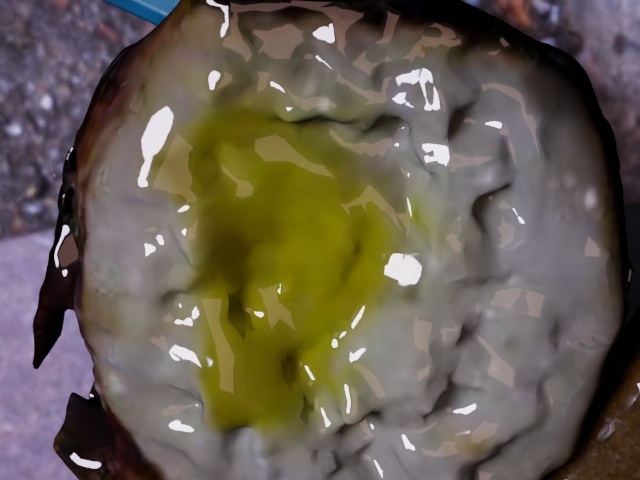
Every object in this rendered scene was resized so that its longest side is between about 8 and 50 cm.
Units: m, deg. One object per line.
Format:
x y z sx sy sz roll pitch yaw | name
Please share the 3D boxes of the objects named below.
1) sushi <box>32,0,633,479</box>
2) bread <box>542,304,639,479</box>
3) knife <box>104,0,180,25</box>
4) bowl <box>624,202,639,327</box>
0.001 0.000 0.627 0.281 0.294 0.299 24 105 -10 | sushi
0.155 0.163 0.624 0.113 0.165 0.416 36 108 10 | bread
-0.033 -0.128 0.757 0.297 0.026 0.044 24 90 -8 | knife
0.246 0.124 0.772 0.289 0.146 0.289 -1 99 -9 | bowl
